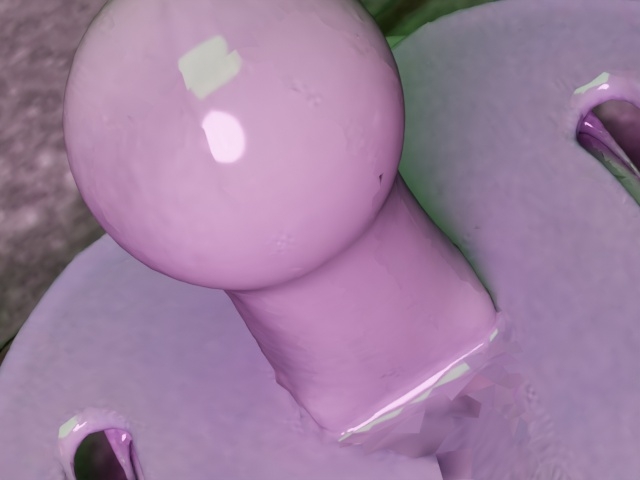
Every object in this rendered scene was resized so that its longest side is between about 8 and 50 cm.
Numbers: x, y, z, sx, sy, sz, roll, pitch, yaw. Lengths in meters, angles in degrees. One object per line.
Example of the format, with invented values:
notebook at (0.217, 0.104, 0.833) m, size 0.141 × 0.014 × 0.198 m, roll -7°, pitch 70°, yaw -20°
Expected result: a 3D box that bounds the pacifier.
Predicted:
pacifier at (0.000, 0.000, 0.483) m, size 0.299 × 0.233 × 0.244 m, roll -33°, pitch 54°, yaw 0°
